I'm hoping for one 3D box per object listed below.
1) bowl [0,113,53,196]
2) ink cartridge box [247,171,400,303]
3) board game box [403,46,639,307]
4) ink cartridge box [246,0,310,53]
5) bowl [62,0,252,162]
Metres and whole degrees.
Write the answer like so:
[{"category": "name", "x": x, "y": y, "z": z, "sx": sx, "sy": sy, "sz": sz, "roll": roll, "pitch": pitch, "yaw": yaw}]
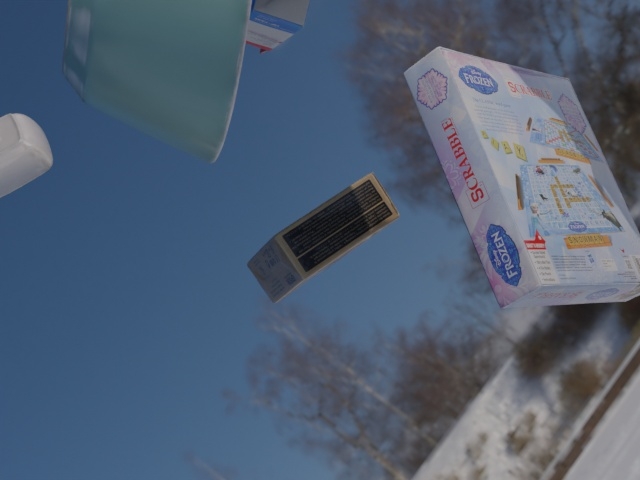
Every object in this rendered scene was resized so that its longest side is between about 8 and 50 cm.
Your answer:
[{"category": "bowl", "x": -0.471, "y": -0.127, "z": 1.714, "sx": 0.142, "sy": 0.142, "sz": 0.053, "roll": -29, "pitch": -49, "yaw": -3}, {"category": "ink cartridge box", "x": 0.000, "y": 0.000, "z": 1.874, "sx": 0.193, "sy": 0.088, "sz": 0.235, "roll": -33, "pitch": -3, "yaw": -18}, {"category": "board game box", "x": 0.272, "y": -0.073, "z": 1.475, "sx": 0.066, "sy": 0.317, "sz": 0.319, "roll": -33, "pitch": -22, "yaw": 35}, {"category": "ink cartridge box", "x": -0.074, "y": -0.353, "z": 1.670, "sx": 0.231, "sy": 0.078, "sz": 0.134, "roll": 175, "pitch": 109, "yaw": -72}, {"category": "bowl", "x": -0.166, "y": -0.239, "z": 1.172, "sx": 0.311, "sy": 0.163, "sz": 0.311, "roll": -174, "pitch": 90, "yaw": -79}]
